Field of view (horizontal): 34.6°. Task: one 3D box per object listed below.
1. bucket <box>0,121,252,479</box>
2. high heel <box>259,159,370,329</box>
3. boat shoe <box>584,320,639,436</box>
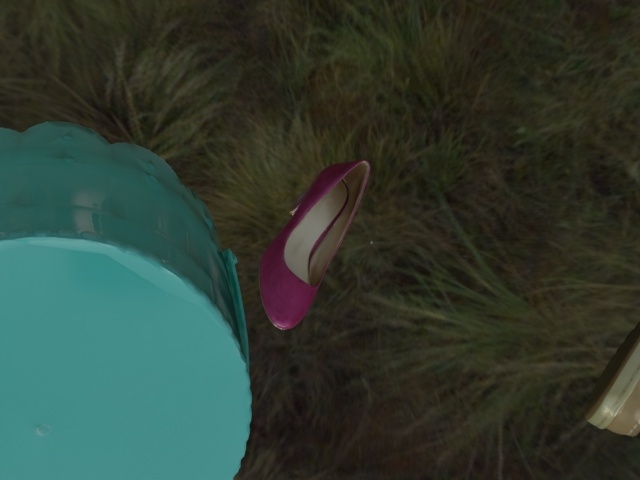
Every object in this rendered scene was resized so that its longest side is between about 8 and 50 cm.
[{"bbox_3d":[-0.177,0.077,0.655,0.281,0.183,0.281,-6,113,-13],"label":"bucket"},{"bbox_3d":[0.000,0.000,1.271,0.082,0.244,0.117,42,131,-18],"label":"high heel"},{"bbox_3d":[0.353,0.053,0.839,0.341,0.121,0.110,-39,73,-21],"label":"boat shoe"}]
